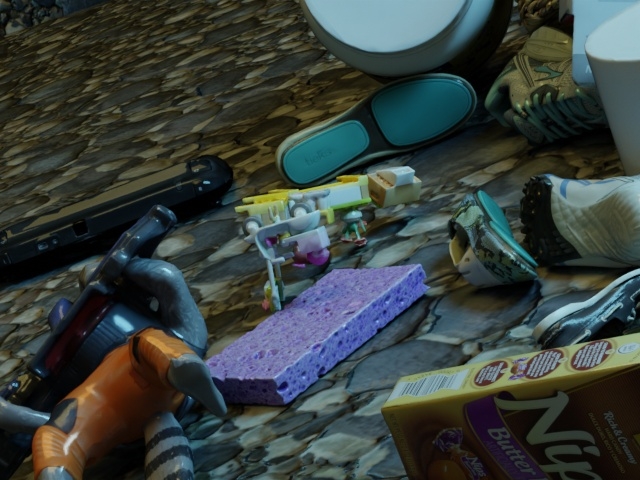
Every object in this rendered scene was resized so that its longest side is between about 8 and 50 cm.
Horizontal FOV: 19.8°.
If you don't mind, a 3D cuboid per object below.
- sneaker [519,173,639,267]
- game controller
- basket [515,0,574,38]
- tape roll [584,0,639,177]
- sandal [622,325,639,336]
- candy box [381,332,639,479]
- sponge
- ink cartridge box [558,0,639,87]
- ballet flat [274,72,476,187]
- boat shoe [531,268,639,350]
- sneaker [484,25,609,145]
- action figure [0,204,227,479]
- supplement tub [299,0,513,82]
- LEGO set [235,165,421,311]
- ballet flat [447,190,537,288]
[{"bbox_3d":[0.252,-0.017,1.604,0.086,0.085,0.237,0,4,-25],"label":"sneaker"},{"bbox_3d":[-0.260,-0.030,2.263,0.319,0.067,0.166,-20,3,3],"label":"game controller"},{"bbox_3d":[0.356,-0.357,2.111,0.299,0.223,0.213,-16,-23,13],"label":"basket"},{"bbox_3d":[0.377,-0.134,1.635,0.246,0.169,0.246,-20,17,6],"label":"tape roll"},{"bbox_3d":[0.261,0.081,1.292,0.090,0.060,0.219,-18,0,14],"label":"sandal"},{"bbox_3d":[0.146,0.131,1.212,0.187,0.109,0.053,-14,19,24],"label":"candy box"},{"bbox_3d":[-0.008,0.083,1.659,0.117,0.031,0.210,-2,26,47],"label":"sponge"},{"bbox_3d":[0.395,-0.281,1.812,0.309,0.272,0.130,2,3,3],"label":"ink cartridge box"},{"bbox_3d":[0.063,-0.133,2.151,0.248,0.086,0.086,-20,18,5],"label":"ballet flat"},{"bbox_3d":[0.226,0.060,1.450,0.125,0.038,0.046,-24,-25,-28],"label":"boat shoe"},{"bbox_3d":[0.268,-0.144,1.947,0.122,0.110,0.283,-43,19,-7],"label":"sneaker"},{"bbox_3d":[-0.183,0.158,1.517,0.341,0.178,0.330,-51,10,12],"label":"action figure"},{"bbox_3d":[0.103,-0.310,2.205,0.241,0.241,0.331,-18,-3,11],"label":"supplement tub"},{"bbox_3d":[0.000,0.000,1.813,0.132,0.107,0.287,-6,7,26],"label":"LEGO set"},{"bbox_3d":[0.152,0.011,1.664,0.070,0.070,0.188,-20,15,3],"label":"ballet flat"}]
